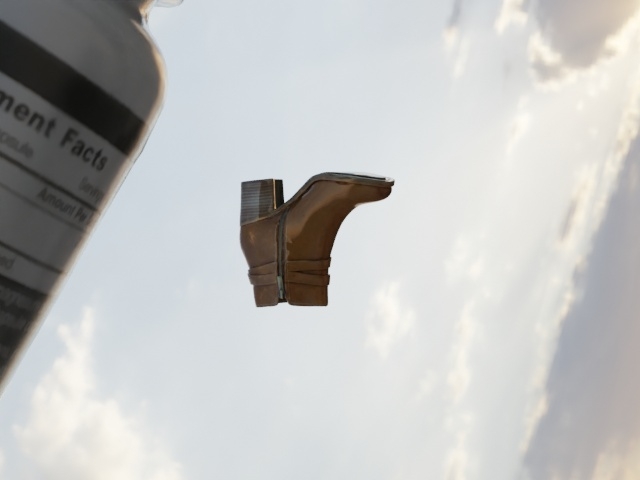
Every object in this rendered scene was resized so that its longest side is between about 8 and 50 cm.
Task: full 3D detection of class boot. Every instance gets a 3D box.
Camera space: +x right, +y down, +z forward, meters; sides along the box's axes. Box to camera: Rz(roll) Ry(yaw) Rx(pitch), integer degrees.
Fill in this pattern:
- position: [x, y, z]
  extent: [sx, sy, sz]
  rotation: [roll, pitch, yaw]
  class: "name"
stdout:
- position: [0.000, 0.000, 1.491]
  extent: [0.073, 0.197, 0.152]
  rotation: [-7, -89, -62]
  class: "boot"

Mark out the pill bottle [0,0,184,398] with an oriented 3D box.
- position: [-0.150, -0.028, 0.416]
  extent: [0.283, 0.161, 0.161]
  rotation: [-62, -21, -5]
  class: "pill bottle"
